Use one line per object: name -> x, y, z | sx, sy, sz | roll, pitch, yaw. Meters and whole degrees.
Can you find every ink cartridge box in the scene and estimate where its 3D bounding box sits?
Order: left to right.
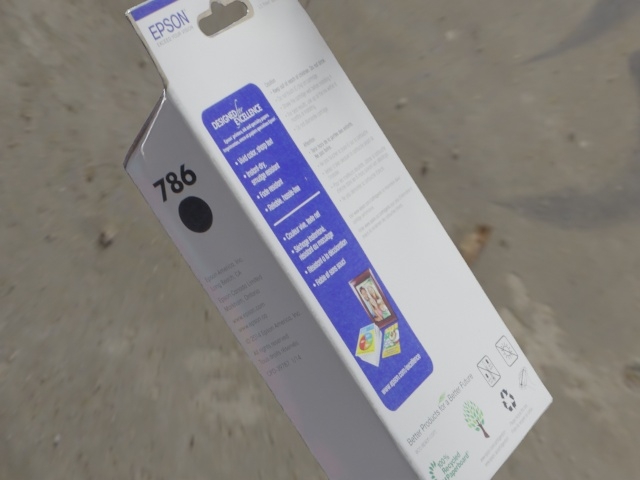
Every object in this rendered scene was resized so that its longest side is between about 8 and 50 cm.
ink cartridge box -> 0.000, 0.000, 1.066 | 0.065, 0.165, 0.332 | -28, 95, 35
